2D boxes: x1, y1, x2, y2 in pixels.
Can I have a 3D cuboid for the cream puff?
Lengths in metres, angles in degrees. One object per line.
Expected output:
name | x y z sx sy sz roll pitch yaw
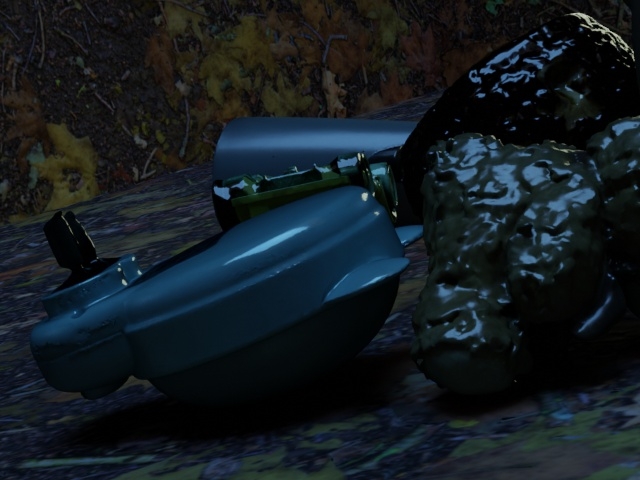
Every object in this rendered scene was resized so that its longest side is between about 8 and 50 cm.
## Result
cream puff | 0.190 -0.076 1.350 0.239 0.165 0.239 -32 -17 -11

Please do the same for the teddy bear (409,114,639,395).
teddy bear | 0.190 -0.007 1.030 0.256 0.156 0.267 -9 7 14

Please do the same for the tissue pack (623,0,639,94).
tissue pack | 0.435 -0.163 1.271 0.387 0.267 0.277 -17 12 -37

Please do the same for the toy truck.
toy truck | 0.000 -0.003 1.405 0.128 0.135 0.259 -12 1 10

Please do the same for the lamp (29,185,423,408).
lamp | -0.068 0.042 1.100 0.284 0.147 0.209 -3 8 10

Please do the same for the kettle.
kettle | 0.032 -0.059 1.772 0.243 0.160 0.210 -2 -16 23
